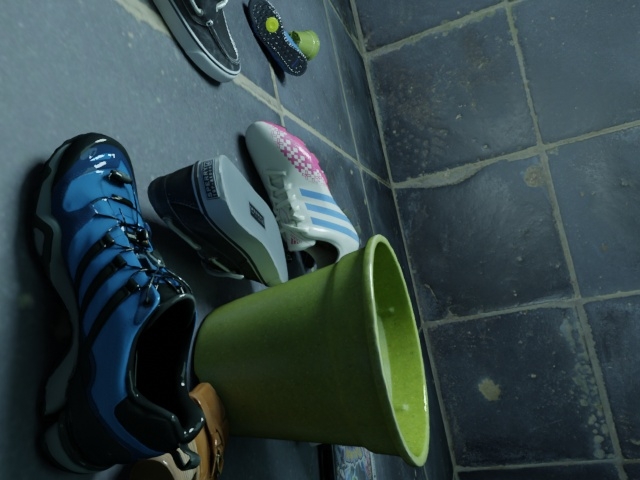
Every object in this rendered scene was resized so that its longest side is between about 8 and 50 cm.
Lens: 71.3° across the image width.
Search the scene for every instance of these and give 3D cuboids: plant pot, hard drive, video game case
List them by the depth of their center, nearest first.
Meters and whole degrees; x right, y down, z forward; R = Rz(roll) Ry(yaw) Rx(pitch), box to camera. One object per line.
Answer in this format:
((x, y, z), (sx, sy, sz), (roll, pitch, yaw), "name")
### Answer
((-0.013, 0.153, 0.592), (0.276, 0.253, 0.276), (-12, 90, -72), "plant pot")
((0.066, 0.495, 0.940), (0.275, 0.035, 0.249), (41, 40, -61), "video game case")
((0.000, 0.000, 1.039), (0.135, 0.022, 0.094), (-47, 153, -68), "hard drive")
((-0.057, -0.550, 1.246), (0.079, 0.083, 0.083), (-24, 101, -60), "plant pot")

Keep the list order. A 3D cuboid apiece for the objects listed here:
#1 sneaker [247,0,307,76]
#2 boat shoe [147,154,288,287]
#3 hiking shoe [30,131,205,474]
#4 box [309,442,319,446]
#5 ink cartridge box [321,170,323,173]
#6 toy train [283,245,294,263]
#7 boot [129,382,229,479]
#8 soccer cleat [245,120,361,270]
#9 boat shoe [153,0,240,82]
((-0.112, -0.485, 1.069), (0.209, 0.069, 0.082), (46, 2, -43), "sneaker")
((-0.123, -0.001, 0.606), (0.306, 0.104, 0.113), (58, 20, -69), "boat shoe")
((-0.167, 0.041, 0.403), (0.113, 0.132, 0.304), (18, 61, -69), "hiking shoe")
((0.039, 0.232, 0.783), (0.119, 0.180, 0.182), (-88, 159, -71), "box")
((-0.026, -0.099, 1.020), (0.122, 0.052, 0.089), (-67, 158, -59), "ink cartridge box")
((-0.088, 0.023, 0.826), (0.158, 0.027, 0.036), (22, 67, -69), "toy train")
((-0.130, 0.264, 0.468), (0.152, 0.072, 0.197), (-69, 157, -81), "boot")
((-0.042, -0.069, 0.846), (0.331, 0.116, 0.143), (51, 53, -19), "soccer cleat")
((-0.189, -0.383, 0.680), (0.301, 0.102, 0.108), (58, 26, -44), "boat shoe")
